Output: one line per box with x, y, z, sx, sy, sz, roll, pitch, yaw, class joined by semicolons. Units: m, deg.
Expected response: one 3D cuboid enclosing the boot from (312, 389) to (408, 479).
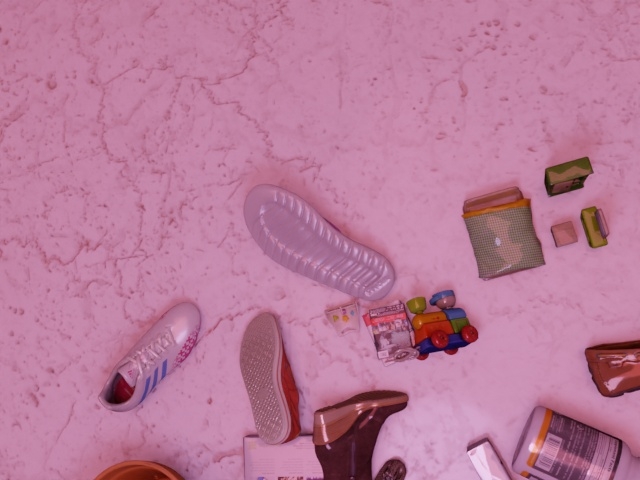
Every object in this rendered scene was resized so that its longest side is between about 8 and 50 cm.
0.103;0.471;1.881;0.249;0.090;0.206;-12;97;-18;boot

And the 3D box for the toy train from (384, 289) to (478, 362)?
0.231;0.194;1.840;0.248;0.105;0.143;-5;65;-29;toy train

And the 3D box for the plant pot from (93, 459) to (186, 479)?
-0.399;0.664;1.897;0.291;0.203;0.290;-3;77;13;plant pot

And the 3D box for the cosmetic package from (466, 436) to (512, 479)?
0.412;0.566;1.806;0.060;0.099;0.239;-30;79;7;cosmetic package

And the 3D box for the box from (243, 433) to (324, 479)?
-0.064;0.627;1.919;0.232;0.058;0.321;-3;81;11;box

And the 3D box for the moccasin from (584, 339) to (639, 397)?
0.777;0.226;1.764;0.380;0.139;0.146;-19;88;18;moccasin

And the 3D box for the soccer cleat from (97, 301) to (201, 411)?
-0.420;0.295;1.988;0.116;0.143;0.331;38;91;13;soccer cleat

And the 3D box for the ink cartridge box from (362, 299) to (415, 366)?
0.173;0.222;1.919;0.099;0.056;0.135;-25;78;8;ink cartridge box

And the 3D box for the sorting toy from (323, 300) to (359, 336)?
0.060;0.193;1.956;0.083;0.045;0.075;-17;87;9;sorting toy

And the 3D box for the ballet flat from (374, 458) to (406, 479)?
0.132;0.628;1.875;0.084;0.058;0.249;26;89;14;ballet flat

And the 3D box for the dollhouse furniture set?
0.485;-0.042;1.840;0.302;0.151;0.197;-16;80;9;dollhouse furniture set

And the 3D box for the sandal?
-0.009;0.012;1.969;0.416;0.102;0.169;35;106;1;sandal

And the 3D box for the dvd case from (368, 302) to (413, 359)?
0.166;0.213;1.885;0.087;0.013;0.119;-13;79;11;dvd case

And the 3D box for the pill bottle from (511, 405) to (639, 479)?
0.574;0.487;1.751;0.279;0.162;0.162;23;88;13;pill bottle

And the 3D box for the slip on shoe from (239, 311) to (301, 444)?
-0.116;0.333;1.938;0.123;0.101;0.331;-27;60;24;slip on shoe
